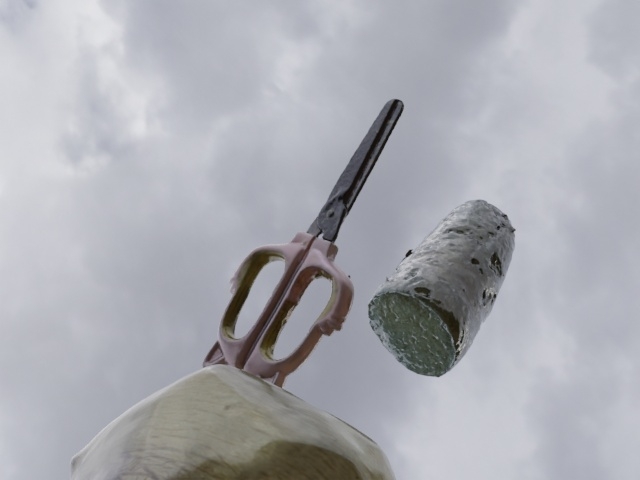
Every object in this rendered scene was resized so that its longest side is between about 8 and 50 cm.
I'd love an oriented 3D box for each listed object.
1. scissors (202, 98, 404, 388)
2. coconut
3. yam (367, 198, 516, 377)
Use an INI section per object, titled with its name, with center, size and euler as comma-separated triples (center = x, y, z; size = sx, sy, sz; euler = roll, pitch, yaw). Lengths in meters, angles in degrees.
[scissors]
center = 0.000, 0.000, 1.034
size = 0.024, 0.160, 0.318
euler = 40, -104, -43
[coconut]
center = -0.061, 0.184, 0.645
size = 0.224, 0.224, 0.224
euler = -6, -70, -15
[yam]
center = 0.161, 0.043, 1.360
size = 0.133, 0.330, 0.133
euler = 12, -58, 20
